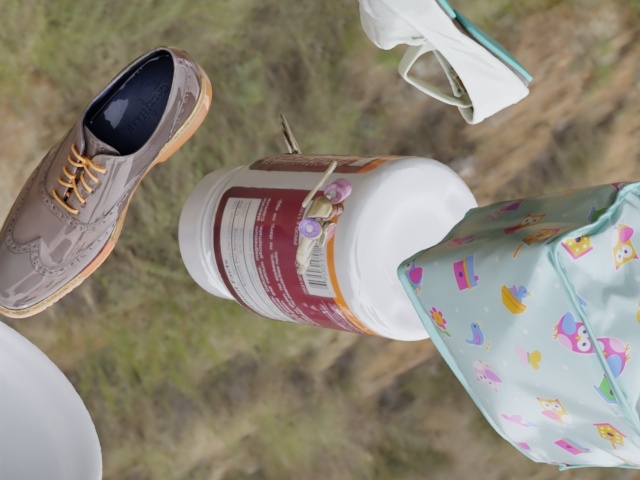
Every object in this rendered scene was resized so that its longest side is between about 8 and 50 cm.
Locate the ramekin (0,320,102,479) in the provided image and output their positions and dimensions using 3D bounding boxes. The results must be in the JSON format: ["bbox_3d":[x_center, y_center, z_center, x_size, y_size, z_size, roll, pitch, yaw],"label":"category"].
[{"bbox_3d":[-0.338,0.185,1.222,0.135,0.277,0.277,-51,159,25],"label":"ramekin"}]

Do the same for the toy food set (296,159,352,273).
[{"bbox_3d":[0.005,-0.021,1.359,0.078,0.019,0.122,-54,164,-24],"label":"toy food set"}]

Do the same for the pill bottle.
[{"bbox_3d":[0.000,0.000,1.845,0.224,0.224,0.392,-20,-165,-35],"label":"pill bottle"}]

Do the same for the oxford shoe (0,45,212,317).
[{"bbox_3d":[-0.268,-0.074,1.610,0.363,0.130,0.133,-55,171,-3],"label":"oxford shoe"}]

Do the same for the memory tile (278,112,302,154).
[{"bbox_3d":[-0.027,-0.108,2.083,0.012,0.148,0.113,-24,-157,2],"label":"memory tile"}]

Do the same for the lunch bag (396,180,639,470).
[{"bbox_3d":[0.231,0.094,1.310,0.160,0.262,0.223,-36,-166,-33],"label":"lunch bag"}]

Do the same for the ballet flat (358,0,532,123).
[{"bbox_3d":[0.139,-0.284,1.951,0.139,0.139,0.400,-33,132,22],"label":"ballet flat"}]
